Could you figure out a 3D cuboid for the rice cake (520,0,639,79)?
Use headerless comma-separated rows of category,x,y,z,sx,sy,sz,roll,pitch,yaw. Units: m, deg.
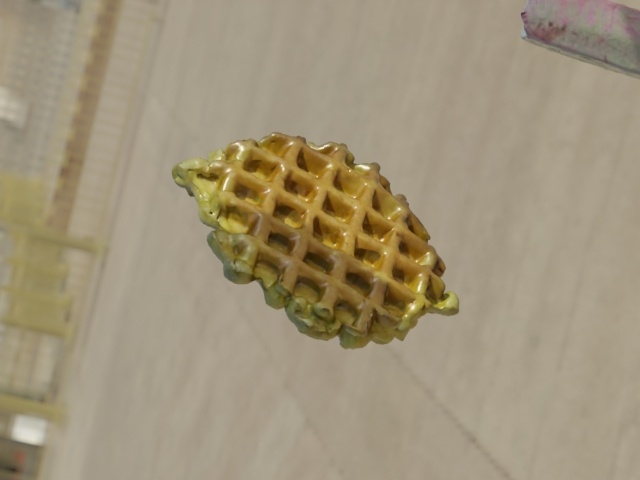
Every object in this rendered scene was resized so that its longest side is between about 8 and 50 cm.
rice cake,0.286,-0.145,1.353,0.051,0.290,0.081,141,144,-75

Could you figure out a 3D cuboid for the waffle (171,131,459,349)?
waffle,0.000,0.000,1.535,0.238,0.243,0.059,54,130,29
